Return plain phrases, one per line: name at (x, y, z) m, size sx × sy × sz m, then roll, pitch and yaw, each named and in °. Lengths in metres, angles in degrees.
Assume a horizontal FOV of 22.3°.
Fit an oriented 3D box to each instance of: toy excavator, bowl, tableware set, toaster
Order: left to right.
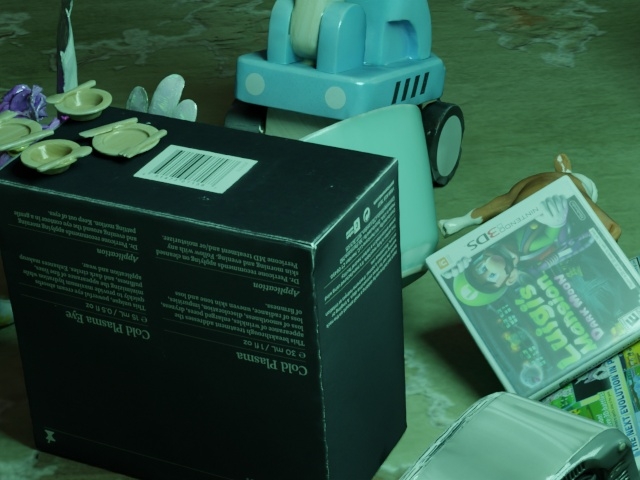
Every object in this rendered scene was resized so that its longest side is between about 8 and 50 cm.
tableware set at (-0.237, -0.102, 1.515) m, size 0.141 × 0.020 × 0.169 m, roll -24°, pitch 35°, yaw -31°
bowl at (0.000, 0.000, 1.722) m, size 0.312 × 0.163 × 0.311 m, roll -26°, pitch -7°, yaw -3°
toy excavator at (0.008, -0.273, 1.912) m, size 0.222 × 0.445 × 0.433 m, roll 12°, pitch 17°, yaw 26°
toaster at (0.160, 0.235, 1.398) m, size 0.227 × 0.129 × 0.146 m, roll -43°, pitch 41°, yaw -22°

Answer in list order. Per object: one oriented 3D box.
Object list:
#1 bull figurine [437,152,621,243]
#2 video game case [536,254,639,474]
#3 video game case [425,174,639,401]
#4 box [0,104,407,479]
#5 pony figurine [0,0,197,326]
bull figurine at (0.239, -0.012, 1.805) m, size 0.188 × 0.101 × 0.310 m, roll -26°, pitch 9°, yaw 3°
video game case at (0.341, 0.109, 1.586) m, size 0.300 × 0.036 × 0.329 m, roll -24°, pitch 28°, yaw 13°
video game case at (0.224, 0.050, 1.627) m, size 0.173 × 0.022 × 0.190 m, roll -31°, pitch 62°, yaw 0°
box at (-0.109, 0.066, 1.545) m, size 0.343 × 0.312 × 0.179 m, roll 12°, pitch 33°, yaw 24°
pony figurine at (-0.286, -0.068, 1.784) m, size 0.363 × 0.351 × 0.303 m, roll -22°, pitch 51°, yaw -22°
